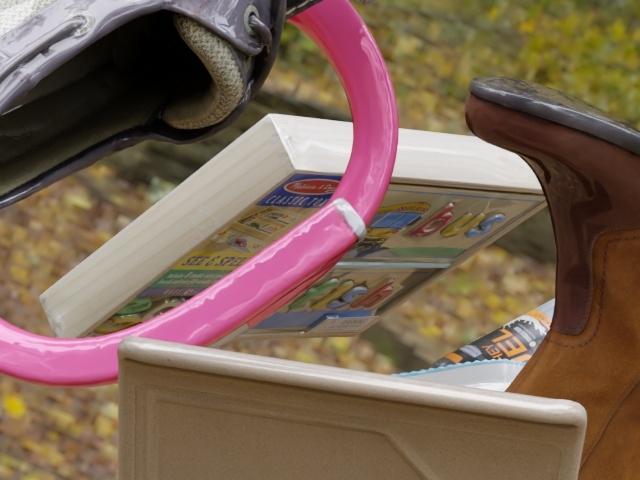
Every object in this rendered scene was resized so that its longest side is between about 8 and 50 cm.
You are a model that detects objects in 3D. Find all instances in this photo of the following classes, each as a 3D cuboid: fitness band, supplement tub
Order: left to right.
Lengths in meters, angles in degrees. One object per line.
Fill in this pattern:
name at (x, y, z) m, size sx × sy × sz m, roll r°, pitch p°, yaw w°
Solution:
fitness band at (-0.095, -0.041, 0.976) m, size 0.209 × 0.291 × 0.054 m, roll 56°, pitch -7°, yaw 8°
supplement tub at (0.178, 0.139, 1.642) m, size 0.190 × 0.117 × 0.117 m, roll -27°, pitch 37°, yaw -16°

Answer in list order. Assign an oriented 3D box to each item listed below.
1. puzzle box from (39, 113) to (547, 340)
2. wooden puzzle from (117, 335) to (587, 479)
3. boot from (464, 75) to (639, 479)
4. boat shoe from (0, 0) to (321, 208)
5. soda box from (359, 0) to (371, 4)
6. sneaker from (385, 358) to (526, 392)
puzzle box at (0.000, 0.000, 1.479) m, size 0.409 × 0.272 × 0.052 m, roll 1°, pitch 58°, yaw -53°
wooden puzzle at (0.009, 0.148, 0.879) m, size 0.221 × 0.238 × 0.044 m, roll 8°, pitch 36°, yaw 7°
boot at (0.150, 0.054, 1.175) m, size 0.264 × 0.280 × 0.096 m, roll 26°, pitch 10°, yaw -28°
boat shoe at (-0.062, -0.083, 0.702) m, size 0.285 × 0.103 × 0.092 m, roll -26°, pitch 62°, yaw -30°
soda box at (0.078, -0.231, 0.933) m, size 0.092 × 0.083 × 0.263 m, roll 38°, pitch 51°, yaw 13°
sneaker at (0.065, 0.161, 1.461) m, size 0.229 × 0.092 × 0.087 m, roll -12°, pitch -14°, yaw 11°
